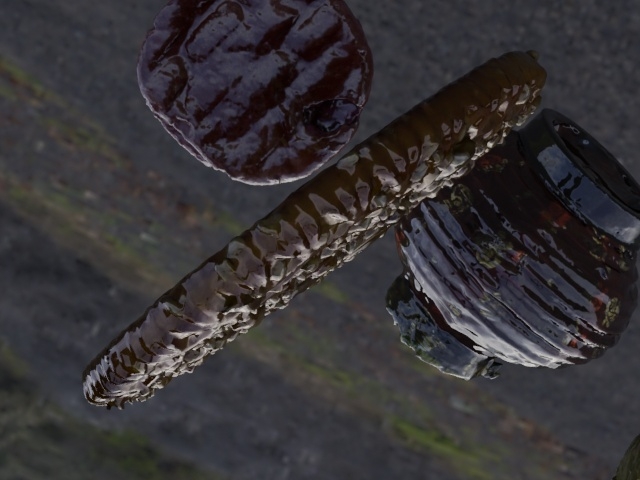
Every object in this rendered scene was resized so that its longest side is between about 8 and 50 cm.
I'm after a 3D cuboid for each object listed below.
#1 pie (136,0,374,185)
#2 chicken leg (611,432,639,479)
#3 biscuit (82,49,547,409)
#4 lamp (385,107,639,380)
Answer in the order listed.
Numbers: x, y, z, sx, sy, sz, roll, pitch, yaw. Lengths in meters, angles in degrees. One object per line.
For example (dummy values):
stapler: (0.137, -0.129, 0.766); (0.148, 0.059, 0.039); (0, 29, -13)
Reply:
pie: (-0.040, -0.109, 1.040); (0.154, 0.153, 0.038); (23, -166, -2)
chicken leg: (0.229, 0.083, 0.832); (0.088, 0.227, 0.103); (30, 144, 20)
biscuit: (0.000, 0.000, 0.867); (0.038, 0.305, 0.305); (54, 164, 3)
lamp: (0.164, 0.009, 1.376); (0.247, 0.247, 0.247); (21, 164, 6)
